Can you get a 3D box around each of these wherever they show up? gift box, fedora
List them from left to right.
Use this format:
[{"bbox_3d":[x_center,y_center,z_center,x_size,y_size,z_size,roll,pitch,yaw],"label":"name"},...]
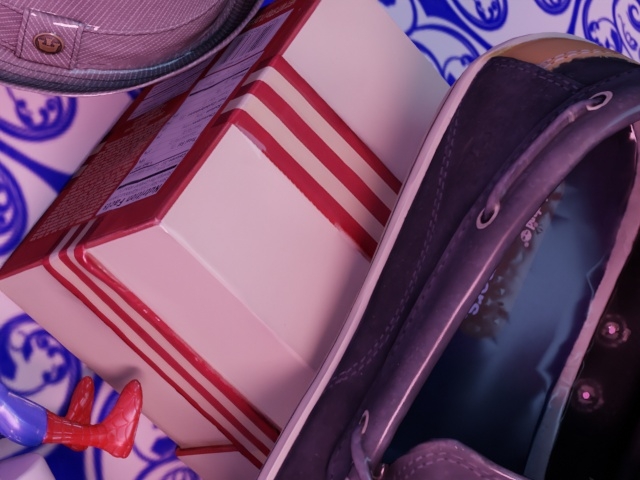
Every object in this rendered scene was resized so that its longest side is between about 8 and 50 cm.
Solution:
[{"bbox_3d":[-0.154,-0.215,0.744,0.275,0.124,0.244,21,61,-5],"label":"fedora"},{"bbox_3d":[0.000,0.000,0.809,0.258,0.255,0.276,47,61,-21],"label":"gift box"}]

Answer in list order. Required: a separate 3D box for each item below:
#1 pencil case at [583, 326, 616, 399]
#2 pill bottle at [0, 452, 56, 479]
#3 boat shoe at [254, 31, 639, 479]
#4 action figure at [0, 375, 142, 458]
[{"bbox_3d":[0.238,0.199,0.959,0.160,0.167,0.386,21,70,-26],"label":"pencil case"},{"bbox_3d":[-0.156,0.234,0.702,0.119,0.119,0.209,-30,99,-42],"label":"pill bottle"},{"bbox_3d":[0.075,0.133,0.620,0.186,0.156,0.500,22,87,-25],"label":"boat shoe"},{"bbox_3d":[-0.236,0.043,0.705,0.280,0.091,0.139,13,77,-39],"label":"action figure"}]
